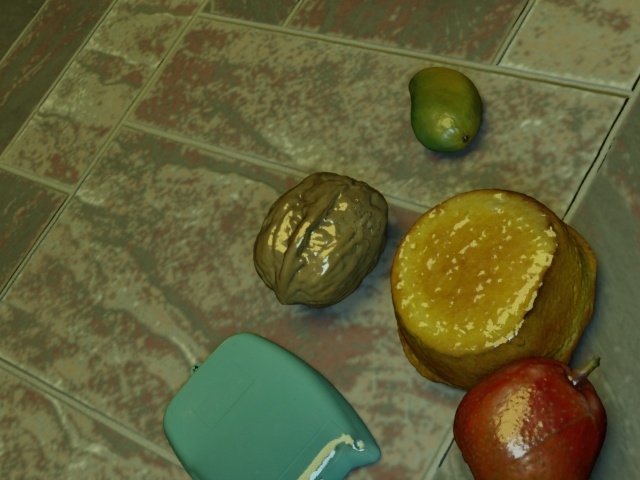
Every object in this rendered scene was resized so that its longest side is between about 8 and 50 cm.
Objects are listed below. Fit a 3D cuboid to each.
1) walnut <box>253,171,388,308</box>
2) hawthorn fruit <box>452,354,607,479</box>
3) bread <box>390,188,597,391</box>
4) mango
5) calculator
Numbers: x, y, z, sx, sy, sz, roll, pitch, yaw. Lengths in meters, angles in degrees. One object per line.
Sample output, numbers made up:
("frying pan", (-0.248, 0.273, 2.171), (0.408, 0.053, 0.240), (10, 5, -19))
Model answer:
("walnut", (0.000, 0.000, 1.748), (0.198, 0.198, 0.245), (20, 69, 37))
("hawthorn fruit", (0.285, 0.232, 1.405), (0.225, 0.197, 0.196), (-52, 47, 13))
("bread", (0.240, 0.066, 1.572), (0.312, 0.172, 0.312), (-14, 56, 21))
("mango", (0.211, -0.230, 1.850), (0.122, 0.085, 0.191), (-19, 52, 21))
("calculator", (-0.099, 0.291, 1.693), (0.256, 0.054, 0.386), (-48, 45, -8))
